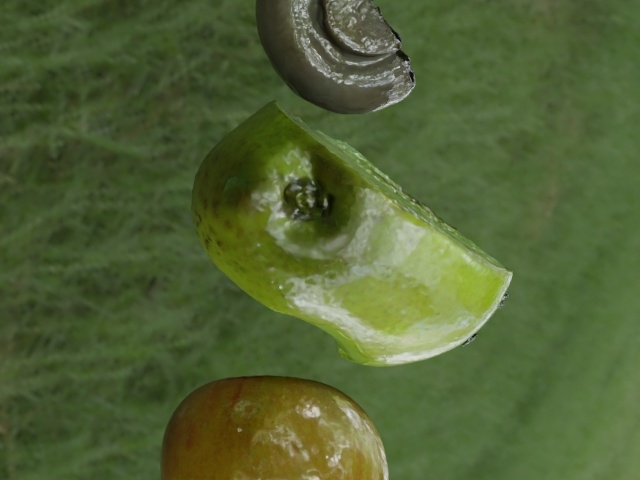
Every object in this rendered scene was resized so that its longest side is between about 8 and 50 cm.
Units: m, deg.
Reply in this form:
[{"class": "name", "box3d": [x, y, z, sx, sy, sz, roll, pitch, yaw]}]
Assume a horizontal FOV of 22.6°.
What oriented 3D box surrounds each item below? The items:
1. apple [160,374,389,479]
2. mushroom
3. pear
[{"class": "apple", "box3d": [-0.036, 0.190, 1.253, 0.182, 0.182, 0.155, 72, 16, -72]}, {"class": "mushroom", "box3d": [0.005, -0.196, 1.547, 0.117, 0.188, 0.141, -37, -172, 1]}, {"class": "pear", "box3d": [0.000, 0.000, 1.541, 0.176, 0.286, 0.282, -54, 148, 4]}]
